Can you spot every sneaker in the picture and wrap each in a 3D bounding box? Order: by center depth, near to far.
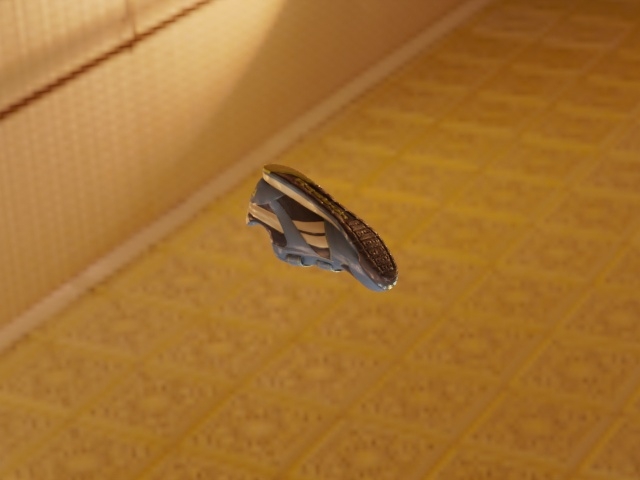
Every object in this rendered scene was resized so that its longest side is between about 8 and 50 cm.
[{"bbox_3d":[0.000,0.000,1.349,0.144,0.059,0.053,40,-162,21],"label":"sneaker"}]
